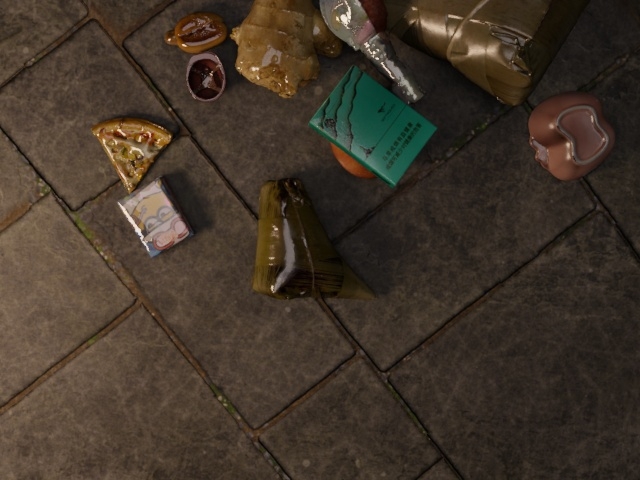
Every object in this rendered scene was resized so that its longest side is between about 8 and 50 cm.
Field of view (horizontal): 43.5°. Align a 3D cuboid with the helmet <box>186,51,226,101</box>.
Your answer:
[{"bbox_3d":[-0.256,-0.369,1.820,0.089,0.057,0.111,-4,100,0],"label":"helmet"}]

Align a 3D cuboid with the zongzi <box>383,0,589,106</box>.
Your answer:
[{"bbox_3d":[0.378,-0.616,1.786,0.467,0.218,0.500,33,84,9],"label":"zongzi"}]

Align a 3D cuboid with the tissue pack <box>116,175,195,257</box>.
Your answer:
[{"bbox_3d":[-0.373,-0.054,1.835,0.115,0.065,0.155,-30,95,0],"label":"tissue pack"}]

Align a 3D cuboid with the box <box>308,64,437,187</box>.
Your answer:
[{"bbox_3d":[0.112,-0.243,1.705,0.226,0.042,0.161,36,81,-2],"label":"box"}]

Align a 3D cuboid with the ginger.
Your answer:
[{"bbox_3d":[-0.053,-0.506,1.773,0.236,0.166,0.375,20,98,3],"label":"ginger"}]

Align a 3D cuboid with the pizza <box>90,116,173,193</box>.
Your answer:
[{"bbox_3d":[-0.443,-0.197,1.834,0.185,0.036,0.176,15,94,-4],"label":"pizza"}]

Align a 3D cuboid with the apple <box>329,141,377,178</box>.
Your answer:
[{"bbox_3d":[0.120,-0.236,1.803,0.201,0.162,0.201,0,95,-2],"label":"apple"}]

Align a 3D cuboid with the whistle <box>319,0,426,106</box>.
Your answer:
[{"bbox_3d":[0.112,-0.444,1.736,0.134,0.142,0.346,-37,93,-22],"label":"whistle"}]

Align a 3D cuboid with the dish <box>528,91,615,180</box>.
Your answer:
[{"bbox_3d":[0.594,-0.245,1.867,0.213,0.090,0.213,0,95,-4],"label":"dish"}]

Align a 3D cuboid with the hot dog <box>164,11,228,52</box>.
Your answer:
[{"bbox_3d":[-0.280,-0.466,1.814,0.140,0.060,0.089,-24,92,-8],"label":"hot dog"}]

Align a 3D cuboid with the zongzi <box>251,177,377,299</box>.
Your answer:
[{"bbox_3d":[0.000,0.000,1.845,0.300,0.145,0.273,4,89,-20],"label":"zongzi"}]
